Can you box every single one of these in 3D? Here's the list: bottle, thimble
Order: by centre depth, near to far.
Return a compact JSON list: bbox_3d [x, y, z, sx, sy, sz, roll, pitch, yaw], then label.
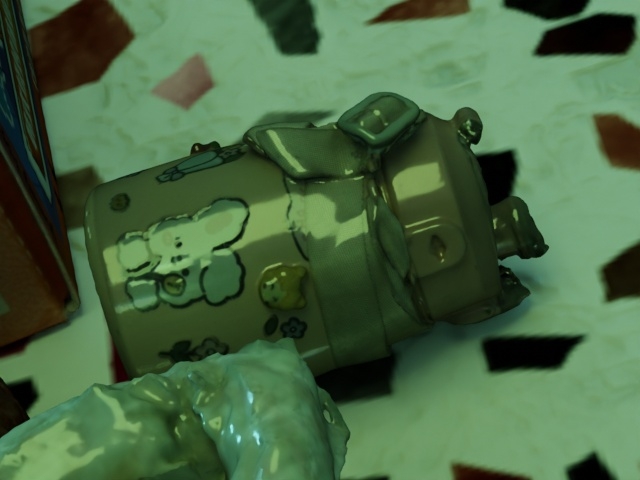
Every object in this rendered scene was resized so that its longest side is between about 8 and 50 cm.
[{"bbox_3d":[-0.047,0.131,0.537,0.137,0.143,0.190,18,60,33],"label":"thimble"},{"bbox_3d":[0.000,0.000,0.666,0.152,0.099,0.099,-17,47,5],"label":"bottle"}]

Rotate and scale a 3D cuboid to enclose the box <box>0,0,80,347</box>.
[{"bbox_3d":[-0.282,-0.139,0.741,0.256,0.319,0.349,-23,46,2],"label":"box"}]

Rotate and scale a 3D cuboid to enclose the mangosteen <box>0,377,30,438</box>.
[{"bbox_3d":[-0.167,0.110,0.621,0.145,0.156,0.181,31,96,11],"label":"mangosteen"}]
